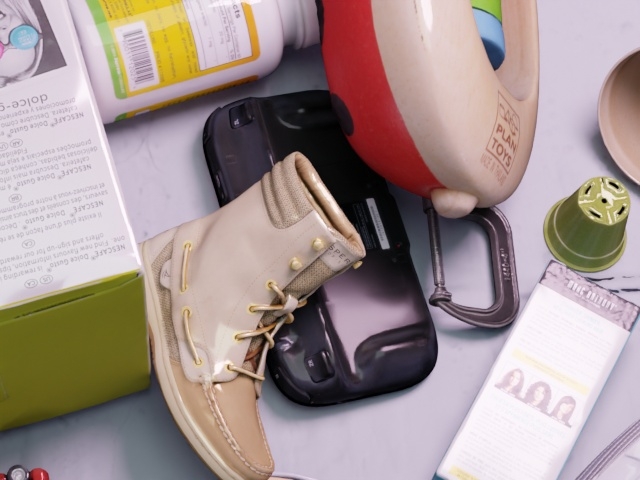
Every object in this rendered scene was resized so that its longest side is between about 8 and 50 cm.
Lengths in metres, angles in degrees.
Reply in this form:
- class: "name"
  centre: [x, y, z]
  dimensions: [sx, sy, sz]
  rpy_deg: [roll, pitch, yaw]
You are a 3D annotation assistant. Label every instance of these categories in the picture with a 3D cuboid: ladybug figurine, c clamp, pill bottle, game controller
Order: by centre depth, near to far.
- class: "ladybug figurine"
  centre: [0.097, -0.226, 1.734]
  dimensions: [0.162, 0.305, 0.449]
  rpy_deg: [-12, 61, 23]
- class: "game controller"
  centre: [0.000, 0.000, 1.734]
  dimensions: [0.166, 0.067, 0.319]
  rpy_deg: [-7, 67, -25]
- class: "c clamp"
  centre: [0.126, 0.010, 1.743]
  dimensions: [0.137, 0.022, 0.161]
  rpy_deg: [4, 61, -27]
- class: "pill bottle"
  centre: [-0.118, -0.208, 1.761]
  dimensions: [0.245, 0.136, 0.136]
  rpy_deg: [-18, 69, -14]

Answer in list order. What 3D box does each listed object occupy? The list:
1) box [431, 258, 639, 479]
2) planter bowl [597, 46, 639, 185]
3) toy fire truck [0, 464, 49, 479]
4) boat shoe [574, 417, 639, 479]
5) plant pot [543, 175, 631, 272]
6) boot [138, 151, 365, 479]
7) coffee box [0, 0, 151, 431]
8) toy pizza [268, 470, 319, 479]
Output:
- class: "box"
  centre: [0.197, 0.145, 1.683]
  dimensions: [0.100, 0.060, 0.244]
  rpy_deg: [29, 66, 6]
- class: "planter bowl"
  centre: [0.366, -0.133, 1.790]
  dimensions: [0.162, 0.162, 0.109]
  rpy_deg: [39, 40, 11]
- class: "toy fire truck"
  centre: [-0.320, 0.272, 1.571]
  dimensions: [0.192, 0.047, 0.135]
  rpy_deg: [-6, 67, -11]
- class: "boat shoe"
  centre: [0.263, 0.267, 1.620]
  dimensions: [0.119, 0.121, 0.335]
  rpy_deg: [43, 79, 4]
- class: "plant pot"
  centre: [0.263, -0.023, 1.756]
  dimensions: [0.083, 0.079, 0.083]
  rpy_deg: [3, 65, -6]
- class: "boot"
  centre: [-0.046, 0.070, 1.613]
  dimensions: [0.203, 0.095, 0.262]
  rpy_deg: [-31, 60, 16]
- class: "coffee box"
  centre: [-0.344, -0.022, 1.522]
  dimensions: [0.338, 0.337, 0.334]
  rpy_deg: [-15, 72, -9]
- class: "toy pizza"
  centre: [-0.037, 0.296, 1.602]
  dimensions: [0.201, 0.032, 0.201]
  rpy_deg: [3, 66, -6]
